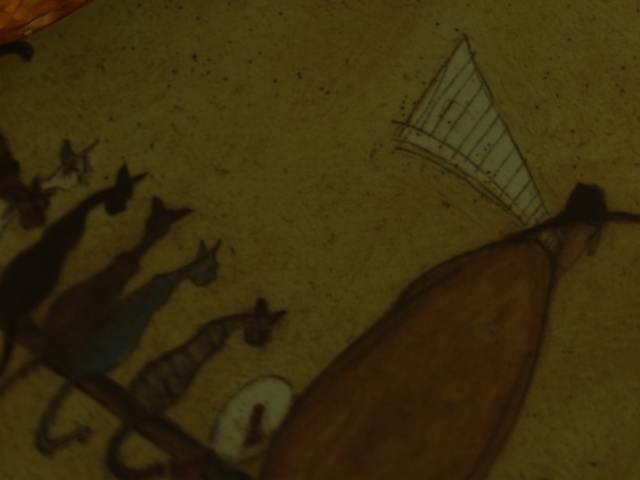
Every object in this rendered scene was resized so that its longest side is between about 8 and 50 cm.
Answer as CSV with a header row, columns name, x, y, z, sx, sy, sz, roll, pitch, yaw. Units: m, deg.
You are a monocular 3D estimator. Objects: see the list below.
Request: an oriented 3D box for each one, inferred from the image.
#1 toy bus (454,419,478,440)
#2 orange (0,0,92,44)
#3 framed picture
name,x,y,z,sx,sy,sz,roll,pitch,yaw
toy bus,0.129,0.130,0.607,0.297,0.131,0.106,42,129,-9
orange,-0.160,-0.221,0.436,0.424,0.326,0.424,2,68,-6
framed picture,0.000,0.000,0.521,0.255,0.014,0.339,37,64,5
